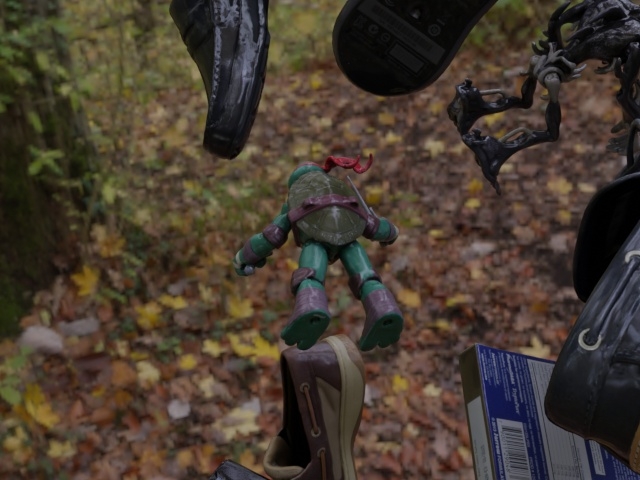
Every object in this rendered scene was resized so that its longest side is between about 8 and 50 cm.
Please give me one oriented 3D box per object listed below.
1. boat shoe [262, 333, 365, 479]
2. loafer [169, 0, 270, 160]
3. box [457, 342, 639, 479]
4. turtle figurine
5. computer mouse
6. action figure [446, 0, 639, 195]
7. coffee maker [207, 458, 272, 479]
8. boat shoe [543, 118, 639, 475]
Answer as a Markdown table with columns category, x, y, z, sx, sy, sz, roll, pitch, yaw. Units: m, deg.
| category | x | y | z | sx | sy | sz | roll | pitch | yaw |
| --- | --- | --- | --- | --- | --- | --- | --- | --- | --- |
| boat shoe | -0.023 | 0.289 | 1.465 | 0.123 | 0.342 | 0.123 | -6 | 26 | -27 |
| loafer | -0.078 | -0.165 | 0.850 | 0.078 | 0.076 | 0.223 | 7 | 66 | -9 |
| box | 0.229 | 0.176 | 0.979 | 0.225 | 0.036 | 0.136 | 13 | 54 | -25 |
| turtle figurine | 0.000 | 0.000 | 1.083 | 0.175 | 0.118 | 0.234 | -9 | 46 | -7 |
| computer mouse | 0.120 | -0.248 | 1.063 | 0.188 | 0.272 | 0.072 | 37 | 37 | -14 |
| action figure | 0.277 | -0.172 | 1.188 | 0.275 | 0.141 | 0.164 | -32 | 52 | 10 |
| coffee maker | -0.051 | 0.338 | 1.292 | 0.178 | 0.120 | 0.171 | 20 | 20 | 23 |
| boat shoe | 0.291 | -0.006 | 0.892 | 0.156 | 0.187 | 0.500 | 13 | 39 | 17 |
